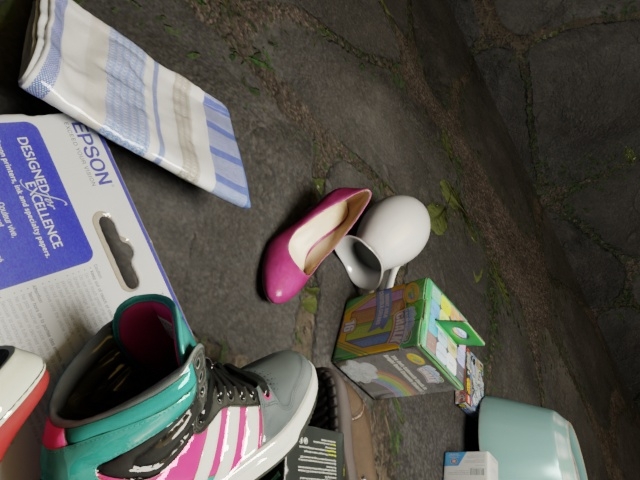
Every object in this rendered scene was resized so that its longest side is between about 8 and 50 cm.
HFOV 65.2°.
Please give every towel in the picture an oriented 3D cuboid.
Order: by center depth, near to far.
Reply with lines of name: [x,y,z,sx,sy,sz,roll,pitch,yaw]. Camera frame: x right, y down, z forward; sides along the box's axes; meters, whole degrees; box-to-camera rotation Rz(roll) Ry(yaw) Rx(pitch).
towel: [-0.203,-0.166,0.594,0.285,0.034,0.209,30,30,-43]

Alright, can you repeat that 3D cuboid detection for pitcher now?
pitcher: [0.126,0.021,0.936,0.207,0.125,0.177,-41,127,-43]

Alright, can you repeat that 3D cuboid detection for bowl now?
bowl: [0.461,0.479,1.056,0.311,0.163,0.311,39,42,-47]

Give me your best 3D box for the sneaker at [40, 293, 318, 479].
sneaker: [-0.110,0.124,0.443,0.295,0.124,0.178,-28,119,-53]

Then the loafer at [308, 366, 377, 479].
loafer: [0.032,0.346,0.612,0.130,0.134,0.366,31,50,-41]

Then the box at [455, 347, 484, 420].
box: [0.335,0.320,1.123,0.094,0.027,0.137,45,41,-32]

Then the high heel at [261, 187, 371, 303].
high heel: [0.000,0.000,0.762,0.082,0.117,0.244,57,37,-17]

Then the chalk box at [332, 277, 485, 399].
chalk box: [0.149,0.156,0.797,0.132,0.213,0.132,47,40,-28]

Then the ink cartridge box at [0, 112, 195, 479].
ink cartridge box: [-0.278,0.048,0.416,0.307,0.072,0.303,-25,93,-57]

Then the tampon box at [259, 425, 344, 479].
tampon box: [-0.049,0.292,0.545,0.101,0.120,0.161,30,50,-41]

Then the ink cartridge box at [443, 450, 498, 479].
ink cartridge box: [0.276,0.459,0.919,0.052,0.088,0.122,49,40,-30]

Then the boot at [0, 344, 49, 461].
boot: [-0.218,0.202,0.298,0.176,0.088,0.244,53,49,-30]
